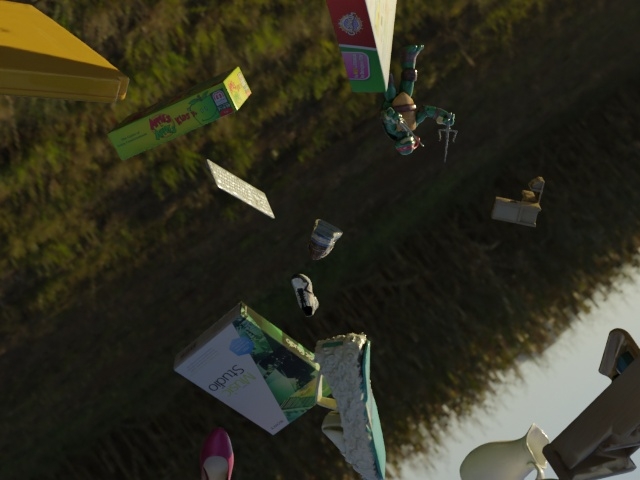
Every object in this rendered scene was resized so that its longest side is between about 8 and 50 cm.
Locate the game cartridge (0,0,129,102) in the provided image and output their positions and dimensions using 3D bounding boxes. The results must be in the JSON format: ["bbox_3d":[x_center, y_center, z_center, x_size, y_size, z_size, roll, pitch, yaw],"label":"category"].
[{"bbox_3d":[-0.478,-0.288,1.411,0.285,0.323,0.053,-4,124,-47],"label":"game cartridge"}]

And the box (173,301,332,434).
[{"bbox_3d":[-0.146,0.305,2.232,0.232,0.322,0.058,-40,-151,24],"label":"box"}]

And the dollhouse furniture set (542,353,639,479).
[{"bbox_3d":[0.534,0.369,1.310,0.362,0.394,0.256,1,136,-39],"label":"dollhouse furniture set"}]

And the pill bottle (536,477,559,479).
[{"bbox_3d":[0.440,0.547,1.660,0.169,0.169,0.301,-38,130,3],"label":"pill bottle"}]

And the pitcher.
[{"bbox_3d":[0.428,0.536,2.219,0.207,0.125,0.178,-33,-161,27],"label":"pitcher"}]

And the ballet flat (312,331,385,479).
[{"bbox_3d":[0.060,0.360,2.070,0.147,0.147,0.409,-32,129,-31],"label":"ballet flat"}]

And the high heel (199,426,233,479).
[{"bbox_3d":[-0.247,0.563,2.219,0.117,0.082,0.244,-133,-125,-77],"label":"high heel"}]

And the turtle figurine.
[{"bbox_3d":[0.164,-0.253,1.852,0.118,0.234,0.175,-7,-172,44],"label":"turtle figurine"}]

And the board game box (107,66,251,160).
[{"bbox_3d":[-0.192,-0.174,1.308,0.181,0.043,0.092,-21,-161,16],"label":"board game box"}]

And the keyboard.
[{"bbox_3d":[-0.175,-0.111,2.129,0.014,0.072,0.256,-37,153,13],"label":"keyboard"}]

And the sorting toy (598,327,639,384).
[{"bbox_3d":[0.578,0.308,1.728,0.041,0.229,0.307,-29,150,-7],"label":"sorting toy"}]

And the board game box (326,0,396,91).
[{"bbox_3d":[0.070,-0.437,1.602,0.064,0.242,0.316,1,154,13],"label":"board game box"}]

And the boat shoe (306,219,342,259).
[{"bbox_3d":[0.000,0.000,2.132,0.066,0.066,0.183,-63,174,13],"label":"boat shoe"}]

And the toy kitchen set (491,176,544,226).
[{"bbox_3d":[0.322,-0.074,1.570,0.083,0.075,0.068,-82,-177,-68],"label":"toy kitchen set"}]

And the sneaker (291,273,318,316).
[{"bbox_3d":[-0.035,0.121,2.127,0.040,0.109,0.044,-16,-151,21],"label":"sneaker"}]
